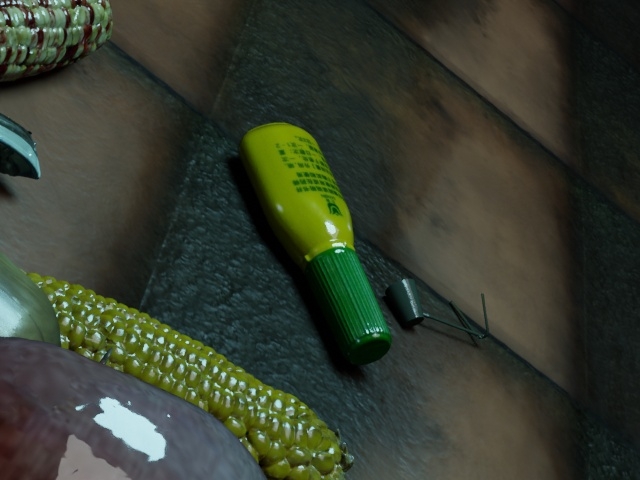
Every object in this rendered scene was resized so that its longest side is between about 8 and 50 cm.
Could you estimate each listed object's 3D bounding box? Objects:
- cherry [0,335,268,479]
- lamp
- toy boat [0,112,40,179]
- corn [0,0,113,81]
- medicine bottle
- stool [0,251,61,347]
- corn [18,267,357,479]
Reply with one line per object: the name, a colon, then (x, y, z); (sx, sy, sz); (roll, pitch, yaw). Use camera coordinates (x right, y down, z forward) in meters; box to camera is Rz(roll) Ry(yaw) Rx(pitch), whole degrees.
cherry: (-0.142, 0.182, 0.839); (0.261, 0.221, 0.307); (32, 60, -32)
lamp: (0.116, 0.071, 1.711); (0.121, 0.041, 0.054); (6, 54, -46)
toy boat: (-0.278, -0.073, 1.351); (0.140, 0.059, 0.066); (22, 65, -35)
corn: (-0.264, -0.177, 1.473); (0.086, 0.086, 0.253); (48, 28, 7)
medicine bottle: (0.000, 0.000, 1.611); (0.095, 0.064, 0.260); (13, 41, -43)
stool: (-0.166, 0.152, 1.060); (0.264, 0.179, 0.179); (42, 28, -5)
corn: (-0.108, 0.121, 1.261); (0.318, 0.115, 0.115); (34, 30, -20)
